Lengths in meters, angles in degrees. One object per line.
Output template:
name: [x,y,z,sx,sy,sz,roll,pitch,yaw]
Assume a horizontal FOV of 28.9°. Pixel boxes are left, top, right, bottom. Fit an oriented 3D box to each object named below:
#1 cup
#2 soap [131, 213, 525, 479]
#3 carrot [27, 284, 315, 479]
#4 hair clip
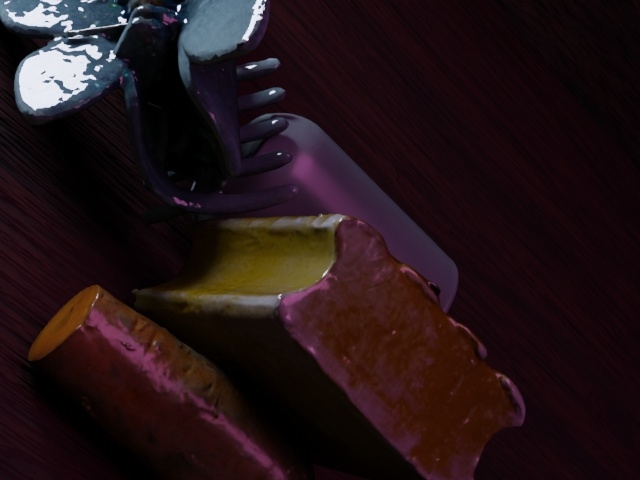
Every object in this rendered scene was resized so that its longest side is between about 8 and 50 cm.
cup: [0.000,0.000,1.528,0.312,0.205,0.205,46,29,-22]
soap: [0.000,0.111,1.266,0.156,0.335,0.293,-49,114,-23]
carrot: [-0.132,0.169,1.200,0.302,0.139,0.138,47,28,-16]
hair clip: [-0.154,-0.192,1.364,0.318,0.392,0.238,-100,169,-46]
